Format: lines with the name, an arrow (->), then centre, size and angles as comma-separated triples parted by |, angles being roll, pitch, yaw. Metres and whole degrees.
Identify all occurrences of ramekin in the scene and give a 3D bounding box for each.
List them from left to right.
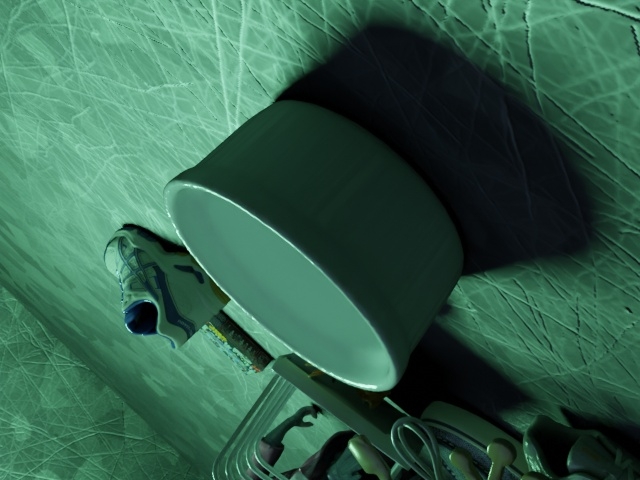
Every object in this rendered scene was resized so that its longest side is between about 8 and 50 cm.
ramekin -> 0.000, 0.000, 1.086 | 0.277, 0.135, 0.277 | 36, 159, 16

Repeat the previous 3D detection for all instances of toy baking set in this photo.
toy baking set -> 0.154, 0.275, 1.235 | 0.256, 0.030, 0.197 | 5, 120, 34

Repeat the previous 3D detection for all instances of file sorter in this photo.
file sorter -> 0.002, 0.261, 1.441 | 0.192, 0.173, 0.277 | 35, -179, 8

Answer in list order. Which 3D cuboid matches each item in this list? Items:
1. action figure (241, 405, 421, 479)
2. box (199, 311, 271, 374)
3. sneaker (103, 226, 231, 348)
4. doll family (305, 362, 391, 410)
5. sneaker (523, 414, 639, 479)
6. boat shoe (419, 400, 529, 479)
action figure -> -0.026, 0.416, 1.798 | 0.370, 0.275, 0.248 | -22, 99, 39
box -> -0.146, 0.157, 1.852 | 0.137, 0.027, 0.094 | 44, 159, -7
sneaker -> -0.263, 0.069, 1.735 | 0.296, 0.131, 0.112 | 17, 151, 52
doll family -> 0.013, 0.113, 1.322 | 0.163, 0.118, 0.263 | 37, 162, 20
sneaker -> 0.294, 0.250, 1.134 | 0.262, 0.099, 0.121 | 15, 144, 49
boat shoe -> 0.225, 0.348, 1.369 | 0.340, 0.158, 0.127 | 38, 160, 8
